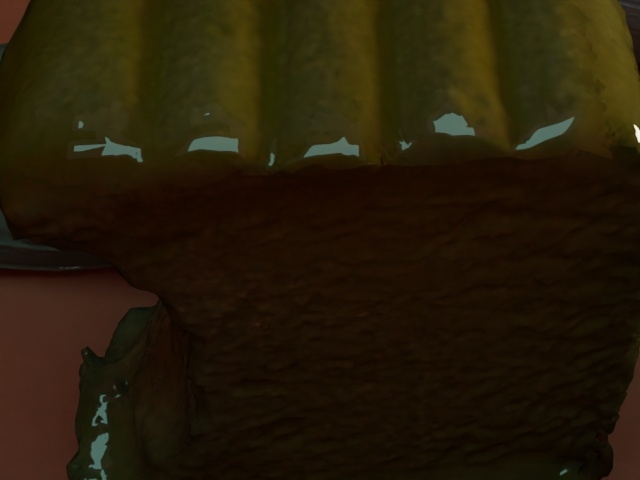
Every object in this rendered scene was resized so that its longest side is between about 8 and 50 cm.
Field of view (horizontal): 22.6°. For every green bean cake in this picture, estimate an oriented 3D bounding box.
[{"bbox_3d":[0.000,0.000,0.607,0.233,0.236,0.124,-3,52,-1],"label":"green bean cake"}]

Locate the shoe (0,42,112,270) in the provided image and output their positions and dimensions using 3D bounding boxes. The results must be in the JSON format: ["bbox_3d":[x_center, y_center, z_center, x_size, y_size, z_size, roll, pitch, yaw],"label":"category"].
[{"bbox_3d":[-0.096,-0.050,0.731,0.251,0.100,0.103,3,56,3],"label":"shoe"}]

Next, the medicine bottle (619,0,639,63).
[{"bbox_3d":[0.256,-0.119,0.731,0.225,0.139,0.139,14,57,13],"label":"medicine bottle"}]
